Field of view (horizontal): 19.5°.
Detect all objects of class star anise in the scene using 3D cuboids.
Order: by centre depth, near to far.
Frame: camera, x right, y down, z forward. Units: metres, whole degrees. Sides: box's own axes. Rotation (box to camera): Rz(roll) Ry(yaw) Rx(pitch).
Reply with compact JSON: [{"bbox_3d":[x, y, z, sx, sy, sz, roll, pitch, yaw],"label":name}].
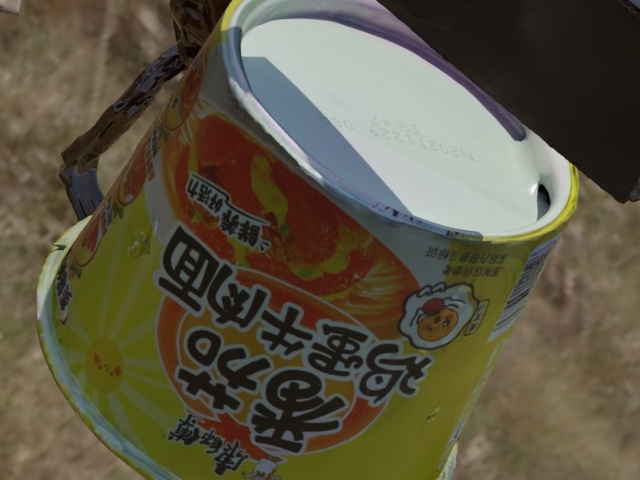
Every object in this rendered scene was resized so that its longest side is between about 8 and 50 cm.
[{"bbox_3d":[-0.071,-0.094,1.282,0.148,0.346,0.237,4,44,-38],"label":"star anise"}]

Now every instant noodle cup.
[{"bbox_3d":[0.000,0.000,0.990,0.264,0.200,0.264,19,37,-15],"label":"instant noodle cup"}]

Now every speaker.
[{"bbox_3d":[0.085,-0.114,0.830,0.044,0.082,0.218,-21,54,-43],"label":"speaker"}]

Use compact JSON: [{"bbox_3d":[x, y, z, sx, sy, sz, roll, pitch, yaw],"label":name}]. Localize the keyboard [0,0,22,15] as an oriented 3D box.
[{"bbox_3d":[-0.280,-0.193,1.260,0.166,0.055,0.017,12,-5,-6],"label":"keyboard"}]
